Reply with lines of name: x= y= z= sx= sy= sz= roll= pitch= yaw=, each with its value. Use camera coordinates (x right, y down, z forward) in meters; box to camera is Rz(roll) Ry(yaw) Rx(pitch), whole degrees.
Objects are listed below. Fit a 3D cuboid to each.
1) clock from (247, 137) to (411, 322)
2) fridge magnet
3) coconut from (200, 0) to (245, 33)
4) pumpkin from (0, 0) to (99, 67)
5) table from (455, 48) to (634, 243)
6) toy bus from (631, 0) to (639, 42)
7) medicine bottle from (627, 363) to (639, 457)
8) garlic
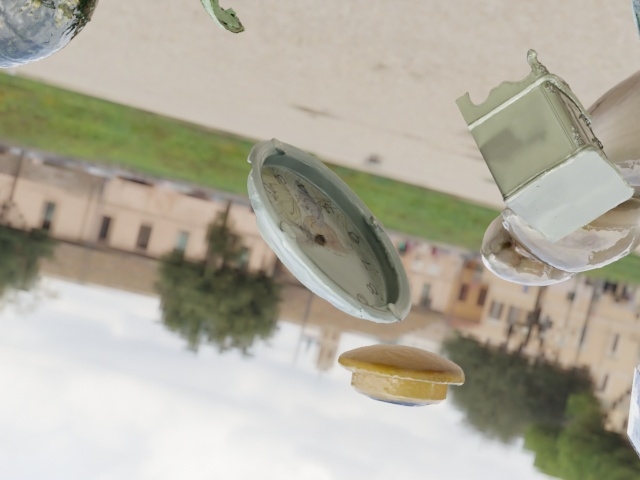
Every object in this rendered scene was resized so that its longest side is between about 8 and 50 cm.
clock: x=0.000 y=0.000 z=1.565 sx=0.236 sy=0.053 sz=0.236 roll=39 pitch=-155 yaw=-23
fridge magnet: x=0.089 y=0.148 z=1.682 sx=0.143 sy=0.063 sz=0.143 roll=9 pitch=-177 yaw=0
coconut: x=-0.151 y=-0.370 z=2.143 sx=0.055 sy=0.158 sz=0.133 roll=-7 pitch=-177 yaw=13
pumpkin: x=-0.260 y=-0.228 z=1.208 sx=0.190 sy=0.190 sz=0.146 roll=15 pitch=-179 yaw=13
table: x=0.136 y=-0.057 z=0.920 sx=0.079 sy=0.062 sz=0.083 roll=34 pitch=-152 yaw=-54
toy bus: x=0.360 y=-0.236 z=1.636 sx=0.037 sy=0.083 sz=0.031 roll=-5 pitch=-161 yaw=35
medicine bottle: x=0.405 y=0.150 z=1.578 sx=0.052 sy=0.171 sz=0.201 roll=59 pitch=174 yaw=28
garlic: x=0.289 y=-0.066 z=1.525 sx=0.132 sy=0.279 sz=0.325 roll=38 pitch=-159 yaw=6
